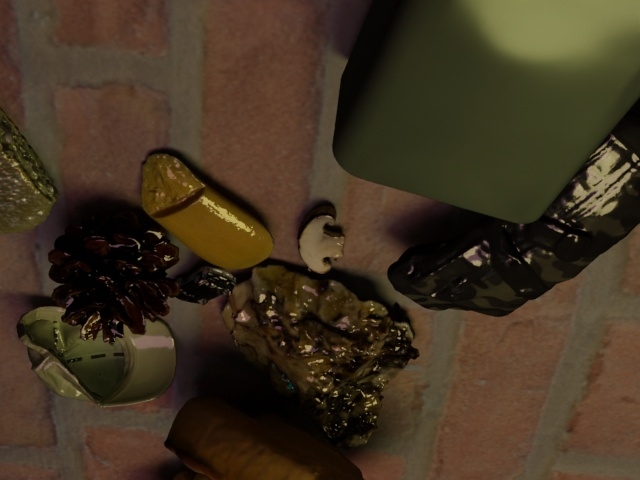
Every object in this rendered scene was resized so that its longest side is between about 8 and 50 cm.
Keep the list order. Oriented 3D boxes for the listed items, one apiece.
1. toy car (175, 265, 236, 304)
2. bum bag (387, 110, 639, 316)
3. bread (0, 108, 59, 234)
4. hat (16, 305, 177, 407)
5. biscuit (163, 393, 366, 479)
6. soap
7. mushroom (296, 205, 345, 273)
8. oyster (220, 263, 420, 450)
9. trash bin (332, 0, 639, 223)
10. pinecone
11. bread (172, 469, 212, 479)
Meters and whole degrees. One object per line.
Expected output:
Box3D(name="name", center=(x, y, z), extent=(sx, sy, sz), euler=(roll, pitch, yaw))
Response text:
Box3D(name="toy car", center=(-0.124, 0.046, 1.680), extent=(0.041, 0.025, 0.093), euler=(26, 156, -27))
Box3D(name="bum bag", center=(0.215, -0.010, 1.526), extent=(0.144, 0.095, 0.340), euler=(28, 133, -29))
Box3D(name="bread", center=(-0.390, -0.091, 1.539), extent=(0.207, 0.056, 0.286), euler=(-16, 134, 22))
Box3D(name="hat", center=(-0.242, 0.120, 1.764), extent=(0.166, 0.081, 0.122), euler=(-9, 100, -5))
Box3D(name="biscuit", center=(-0.029, 0.259, 1.776), extent=(0.296, 0.102, 0.296), euler=(29, 176, 2))
Box3D(name="soap", center=(-0.120, -0.023, 1.597), extent=(0.089, 0.033, 0.168), euler=(-30, 127, 35))
Box3D(name="mushroom", center=(0.001, 0.000, 1.620), extent=(0.049, 0.019, 0.101), euler=(7, 142, -1))
Box3D(name="oyster", center=(-0.010, 0.120, 1.719), extent=(0.223, 0.083, 0.214), euler=(20, 136, -6))
Box3D(name="trash bin", center=(0.156, -0.176, 1.289), extent=(0.223, 0.158, 0.343), euler=(16, 139, -11))
Box3D(name="pinecone", center=(-0.212, 0.040, 1.616), extent=(0.140, 0.121, 0.140), euler=(8, 141, 6))
Box3D(name="bread", center=(-0.135, 0.322, 1.959), extent=(0.177, 0.084, 0.119), euler=(-14, 147, 22))
